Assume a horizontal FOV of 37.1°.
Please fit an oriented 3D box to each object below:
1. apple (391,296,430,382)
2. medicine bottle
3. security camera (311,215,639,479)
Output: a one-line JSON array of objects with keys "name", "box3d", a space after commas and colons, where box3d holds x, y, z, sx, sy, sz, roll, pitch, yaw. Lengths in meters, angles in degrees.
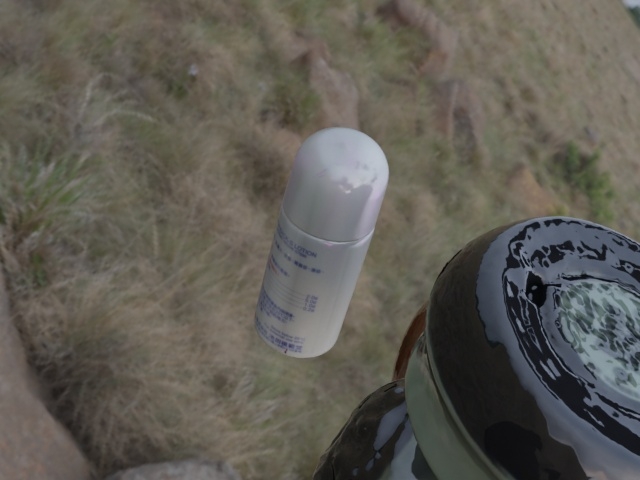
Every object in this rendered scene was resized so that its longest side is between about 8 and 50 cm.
[{"name": "apple", "box3d": [0.243, 0.145, 1.106, 0.345, 0.345, 0.269, 23, 52, -51]}, {"name": "medicine bottle", "box3d": [0.000, 0.000, 1.293, 0.130, 0.341, 0.130, 9, 39, -7]}, {"name": "security camera", "box3d": [0.106, 0.137, 0.579, 0.191, 0.277, 0.197, 32, 41, 2]}]
